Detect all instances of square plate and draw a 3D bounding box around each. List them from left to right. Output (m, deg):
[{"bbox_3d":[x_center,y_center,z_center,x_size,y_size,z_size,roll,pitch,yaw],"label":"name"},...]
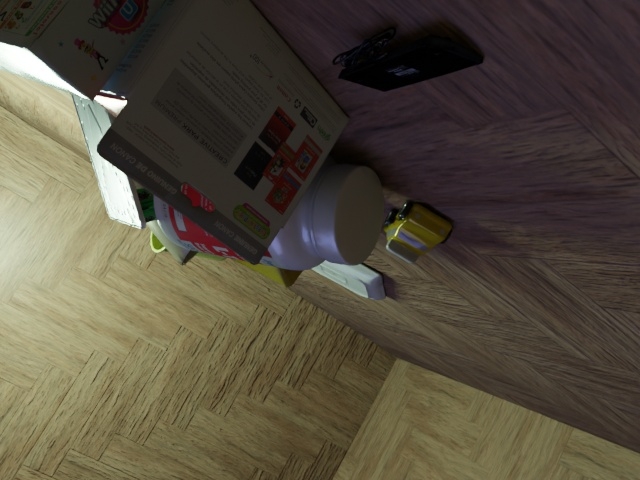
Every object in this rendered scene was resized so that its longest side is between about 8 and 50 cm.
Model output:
[{"bbox_3d":[0.052,0.092,2.043,0.344,0.049,0.347,27,168,15],"label":"square plate"}]

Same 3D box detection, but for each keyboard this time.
[{"bbox_3d":[0.086,-0.207,0.684,0.100,0.038,0.192,10,178,-27],"label":"keyboard"}]

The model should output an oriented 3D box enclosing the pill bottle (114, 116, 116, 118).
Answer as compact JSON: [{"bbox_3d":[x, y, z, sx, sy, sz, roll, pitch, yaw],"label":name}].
[{"bbox_3d":[-0.356,-0.261,1.314,0.130,0.131,0.245,35,168,-25],"label":"pill bottle"}]

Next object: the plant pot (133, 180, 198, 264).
[{"bbox_3d":[-0.391,-0.117,1.640,0.274,0.256,0.256,39,169,-2],"label":"plant pot"}]

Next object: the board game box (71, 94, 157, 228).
[{"bbox_3d":[-0.458,-0.230,1.327,0.390,0.050,0.390,10,117,61],"label":"board game box"}]

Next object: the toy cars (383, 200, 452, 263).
[{"bbox_3d":[0.099,-0.033,1.250,0.393,0.087,0.176,20,165,43],"label":"toy cars"}]

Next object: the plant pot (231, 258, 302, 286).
[{"bbox_3d":[-0.119,-0.054,1.479,0.212,0.212,0.187,24,154,31],"label":"plant pot"}]

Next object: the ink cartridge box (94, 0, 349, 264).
[{"bbox_3d":[-0.145,-0.158,0.845,0.130,0.272,0.309,19,164,44],"label":"ink cartridge box"}]

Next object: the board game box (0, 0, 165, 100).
[{"bbox_3d":[-0.336,-0.314,0.775,0.303,0.224,0.097,23,166,37],"label":"board game box"}]

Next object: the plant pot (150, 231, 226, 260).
[{"bbox_3d":[-0.446,-0.046,2.266,0.253,0.276,0.276,24,174,-32],"label":"plant pot"}]

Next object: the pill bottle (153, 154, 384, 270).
[{"bbox_3d":[-0.098,-0.068,1.160,0.407,0.229,0.229,9,159,33],"label":"pill bottle"}]
